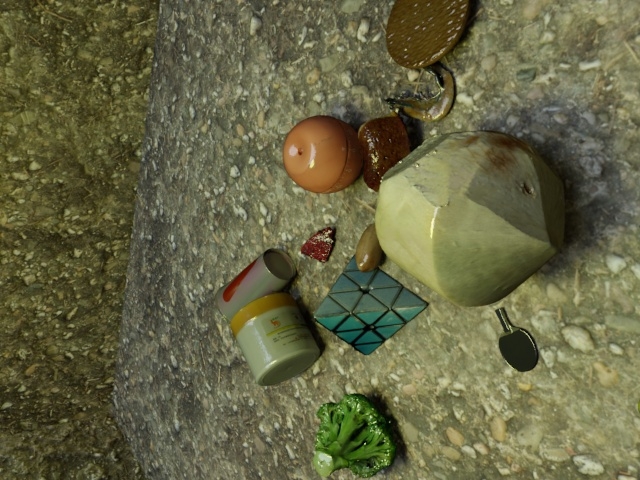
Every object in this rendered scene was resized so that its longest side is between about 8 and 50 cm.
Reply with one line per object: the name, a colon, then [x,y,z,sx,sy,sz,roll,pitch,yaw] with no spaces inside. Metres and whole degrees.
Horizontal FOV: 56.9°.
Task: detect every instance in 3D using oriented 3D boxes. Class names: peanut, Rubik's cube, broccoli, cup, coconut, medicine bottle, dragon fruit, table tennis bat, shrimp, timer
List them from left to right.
cup: [-0.221,0.162,2.099,0.288,0.203,0.202,-45,60,36]
medicine bottle: [-0.150,0.329,1.972,0.231,0.238,0.238,59,134,26]
dragon fruit: [0.001,-0.001,1.912,0.097,0.063,0.131,29,120,10]
timer: [0.010,-0.252,1.739,0.230,0.215,0.229,3,94,44]
broccoli: [0.068,0.587,1.705,0.254,0.269,0.269,50,131,16]
Rubik's cube: [0.126,0.194,1.689,0.233,0.228,0.229,-51,2,-2]
peanut: [0.144,0.021,1.705,0.076,0.076,0.152,10,80,50]
shrimp: [0.256,-0.392,1.549,0.219,0.046,0.152,20,109,45]
coconut: [0.327,-0.061,1.247,0.416,0.344,0.415,-23,41,22]
table tennis bat: [0.454,0.233,1.393,0.095,0.014,0.157,-40,65,46]

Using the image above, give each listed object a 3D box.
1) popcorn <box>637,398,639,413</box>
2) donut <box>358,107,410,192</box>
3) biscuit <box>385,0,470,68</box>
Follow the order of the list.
popcorn: [0.670,0.256,0.925,0.326,0.290,0.320,-13,81,32]
donut: [0.174,-0.236,1.580,0.186,0.126,0.144,89,164,-47]
biscuit: [0.272,-0.559,1.494,0.262,0.037,0.261,-13,72,46]
